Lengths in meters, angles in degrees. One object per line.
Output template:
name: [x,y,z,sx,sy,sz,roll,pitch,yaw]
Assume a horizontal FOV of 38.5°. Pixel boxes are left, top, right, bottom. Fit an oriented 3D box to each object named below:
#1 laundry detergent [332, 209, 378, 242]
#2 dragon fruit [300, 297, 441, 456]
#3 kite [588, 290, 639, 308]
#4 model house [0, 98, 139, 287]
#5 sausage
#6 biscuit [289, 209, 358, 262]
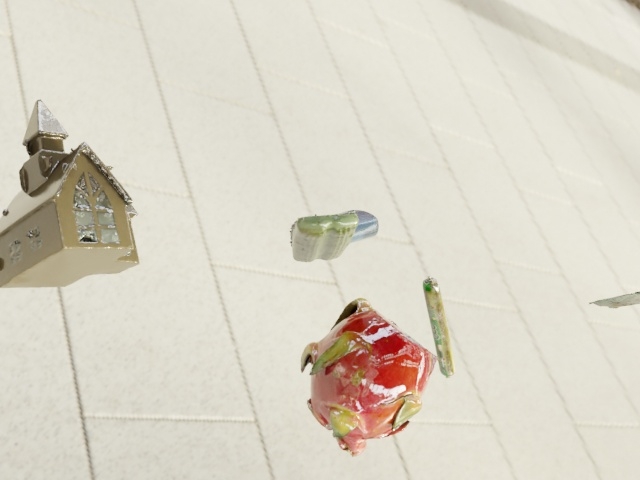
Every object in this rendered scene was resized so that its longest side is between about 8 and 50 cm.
laundry detergent: [0.030,-0.017,1.798,0.096,0.061,0.206,13,16,29]
dragon fruit: [0.075,0.231,1.543,0.224,0.227,0.224,47,2,-2]
kite: [0.504,0.085,1.176,0.314,0.335,0.011,21,74,-54]
model house: [-0.344,-0.077,1.243,0.176,0.181,0.248,2,69,-48]
sausage: [0.221,0.164,1.691,0.033,0.033,0.269,-83,162,-49]
biscuit: [0.000,0.000,1.458,0.099,0.322,0.038,-2,80,-4]
